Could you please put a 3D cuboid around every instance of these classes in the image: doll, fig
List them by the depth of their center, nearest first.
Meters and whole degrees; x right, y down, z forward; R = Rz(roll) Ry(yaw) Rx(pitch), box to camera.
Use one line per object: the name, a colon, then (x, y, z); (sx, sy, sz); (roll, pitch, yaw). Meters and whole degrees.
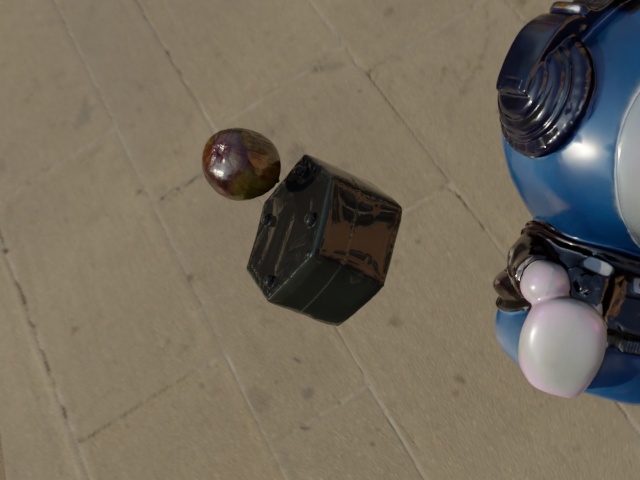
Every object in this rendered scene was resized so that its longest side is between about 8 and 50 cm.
doll: (0.246, -0.042, 0.697); (0.240, 0.284, 0.310); (30, 107, 63)
fig: (-0.098, -0.101, 1.291); (0.103, 0.155, 0.109); (-33, 60, 23)

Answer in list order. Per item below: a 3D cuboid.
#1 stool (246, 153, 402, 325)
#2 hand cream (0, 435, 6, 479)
stool: (0.000, 0.000, 1.323); (0.232, 0.141, 0.232); (-41, 38, 43)
hand cream: (-0.360, 0.250, 0.882); (0.133, 0.083, 0.248); (-3, 78, -17)
